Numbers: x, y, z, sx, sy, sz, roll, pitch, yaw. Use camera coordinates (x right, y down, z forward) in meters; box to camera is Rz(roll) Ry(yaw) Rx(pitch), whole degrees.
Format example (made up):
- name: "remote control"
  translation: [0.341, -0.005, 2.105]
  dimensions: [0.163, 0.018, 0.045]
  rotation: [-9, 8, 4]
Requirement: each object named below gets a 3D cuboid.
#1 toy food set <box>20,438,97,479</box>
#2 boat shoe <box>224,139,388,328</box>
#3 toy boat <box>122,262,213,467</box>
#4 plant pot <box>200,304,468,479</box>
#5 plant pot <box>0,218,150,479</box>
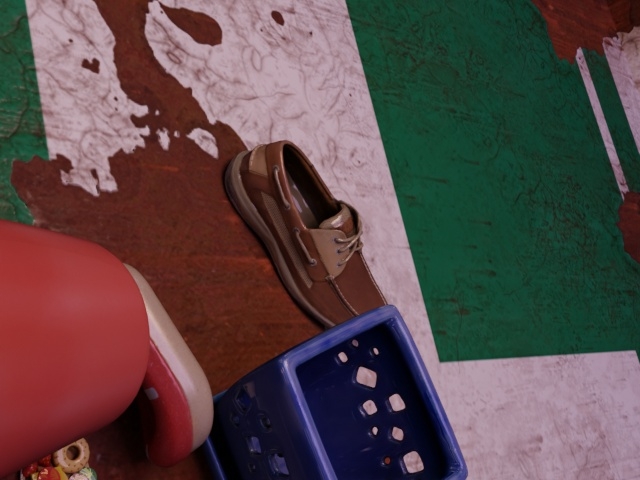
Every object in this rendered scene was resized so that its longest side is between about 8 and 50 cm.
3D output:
- name: "toy food set"
  translation: [-0.269, 0.244, 0.985]
  dimensions: [0.083, 0.020, 0.082]
  rotation: [-7, 75, -49]
- name: "boat shoe"
  translation: [0.000, 0.000, 1.335]
  dimensions: [0.324, 0.116, 0.123]
  rotation: [51, 41, -14]
- name: "toy boat"
  translation: [-0.220, 0.146, 1.026]
  dimensions: [0.151, 0.151, 0.231]
  rotation: [-33, 94, -20]
- name: "plant pot"
  translation: [-0.001, 0.238, 1.129]
  dimensions: [0.236, 0.212, 0.236]
  rotation: [-19, 83, -50]
- name: "plant pot"
  translation: [-0.304, 0.096, 0.859]
  dimensions: [0.243, 0.275, 0.275]
  rotation: [1, 69, -59]
